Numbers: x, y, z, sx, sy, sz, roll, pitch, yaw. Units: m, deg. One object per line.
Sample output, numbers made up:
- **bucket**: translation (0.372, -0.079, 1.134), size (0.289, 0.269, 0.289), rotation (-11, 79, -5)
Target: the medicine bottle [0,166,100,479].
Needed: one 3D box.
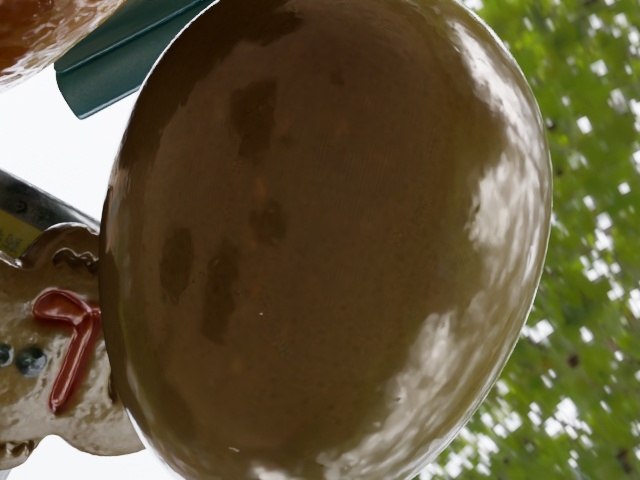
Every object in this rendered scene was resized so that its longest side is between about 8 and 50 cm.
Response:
- **medicine bottle**: translation (-0.253, 0.095, 1.172), size (0.141, 0.141, 0.293), rotation (27, -92, 32)

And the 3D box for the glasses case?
- **glasses case**: translation (-0.095, -0.213, 1.529), size (0.301, 0.070, 0.117), rotation (-24, -154, 22)

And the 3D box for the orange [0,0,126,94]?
- **orange**: translation (-0.224, -0.290, 1.149), size (0.424, 0.326, 0.424), rotation (-41, -167, 12)

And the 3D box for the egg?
- **egg**: translation (0.000, 0.000, 0.991), size (0.250, 0.250, 0.322), rotation (5, -111, 26)

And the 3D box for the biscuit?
- **biscuit**: translation (-0.151, 0.071, 1.075), size (0.036, 0.225, 0.166), rotation (40, -70, 52)
